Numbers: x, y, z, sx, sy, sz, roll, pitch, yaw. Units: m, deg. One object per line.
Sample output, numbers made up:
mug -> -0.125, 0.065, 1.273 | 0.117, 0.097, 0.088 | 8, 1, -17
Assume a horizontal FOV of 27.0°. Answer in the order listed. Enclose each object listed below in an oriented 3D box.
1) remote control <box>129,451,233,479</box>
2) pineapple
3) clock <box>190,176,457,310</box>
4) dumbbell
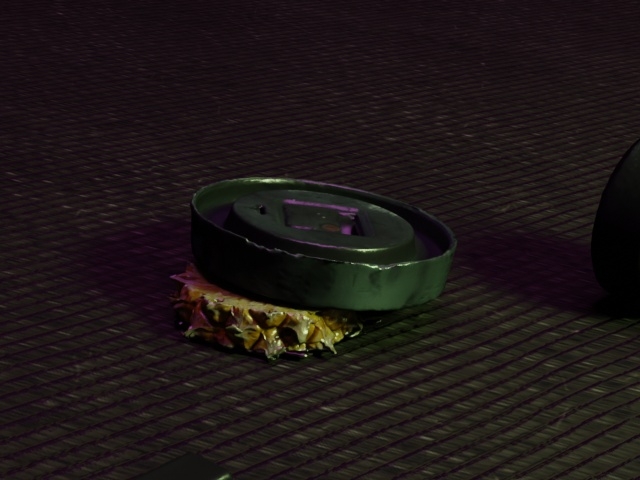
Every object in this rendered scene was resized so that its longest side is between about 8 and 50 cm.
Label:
remote control -> -0.162, 0.208, 0.960 | 0.063, 0.025, 0.245 | 18, 24, 34
pineapple -> -0.046, 0.057, 1.328 | 0.221, 0.047, 0.221 | 7, 21, -3
clock -> 0.000, 0.000, 1.373 | 0.280, 0.055, 0.280 | 8, 17, -3
dumbbell -> 0.462, 0.018, 1.375 | 0.322, 0.204, 0.203 | 25, 29, 38
